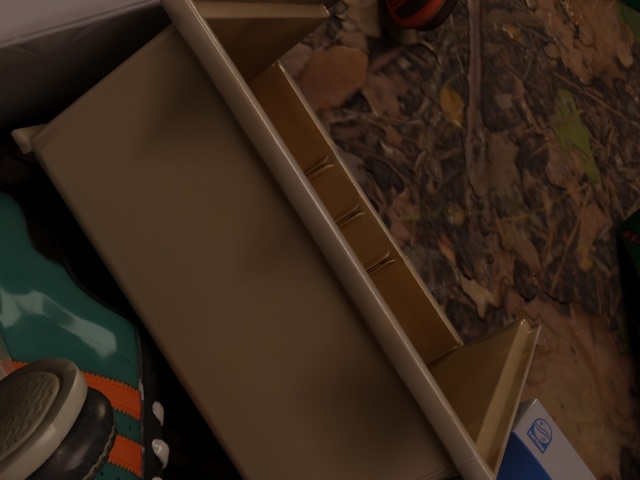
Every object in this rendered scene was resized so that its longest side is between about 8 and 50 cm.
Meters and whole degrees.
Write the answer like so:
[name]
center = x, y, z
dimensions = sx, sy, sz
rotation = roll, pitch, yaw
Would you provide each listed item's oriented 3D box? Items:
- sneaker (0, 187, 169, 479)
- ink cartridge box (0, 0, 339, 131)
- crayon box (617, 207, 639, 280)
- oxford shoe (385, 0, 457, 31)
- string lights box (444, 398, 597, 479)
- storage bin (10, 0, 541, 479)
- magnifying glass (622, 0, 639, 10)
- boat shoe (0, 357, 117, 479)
[sneaker]
center = -0.117, 0.105, 0.497
dimensions = 0.121, 0.108, 0.302
rotation = -19, 80, -38
[ink cartridge box]
center = -0.142, -0.240, 0.560
dimensions = 0.395, 0.166, 0.285
rotation = -32, 93, -44
[crayon box]
center = 0.383, 0.088, 0.865
dimensions = 0.165, 0.081, 0.278
rotation = 24, 36, -27
[oxford shoe]
center = 0.125, -0.274, 0.890
dimensions = 0.098, 0.097, 0.271
rotation = 36, 50, -27
[string lights box]
center = 0.042, 0.207, 0.555
dimensions = 0.077, 0.133, 0.260
rotation = 54, 47, -5
[storage bin]
center = 0.000, 0.000, 0.580
dimensions = 0.262, 0.123, 0.260
rotation = 57, 22, -1
[magnifying glass]
center = 0.400, -0.275, 1.155
dimensions = 0.231, 0.026, 0.092
rotation = 37, 50, -20
[boat shoe]
center = -0.136, 0.121, 0.389
dimensions = 0.079, 0.233, 0.084
rotation = 37, 36, -14
